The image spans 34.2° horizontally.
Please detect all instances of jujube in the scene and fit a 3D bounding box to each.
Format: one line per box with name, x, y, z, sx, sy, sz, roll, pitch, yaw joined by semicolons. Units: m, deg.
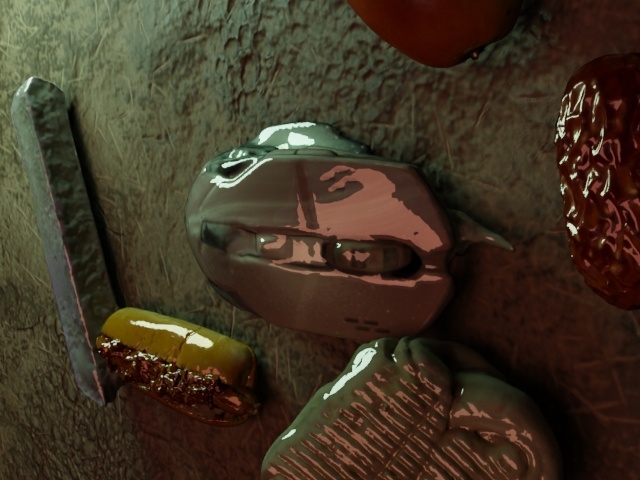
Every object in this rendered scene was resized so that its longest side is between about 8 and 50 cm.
jujube;0.220;-0.042;0.718;0.112;0.109;0.176;-12;79;13

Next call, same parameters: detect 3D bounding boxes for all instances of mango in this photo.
mango;0.056;-0.264;0.811;0.146;0.129;0.289;-52;55;40

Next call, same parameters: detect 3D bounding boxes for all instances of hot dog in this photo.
hot dog;-0.158;0.136;1.131;0.249;0.076;0.102;16;108;37

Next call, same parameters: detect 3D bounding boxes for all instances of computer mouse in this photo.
computer mouse;-0.006;0.001;0.937;0.389;0.115;0.199;10;109;43

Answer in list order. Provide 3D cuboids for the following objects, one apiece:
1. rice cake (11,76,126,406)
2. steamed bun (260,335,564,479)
rice cake;-0.298;0.001;1.252;0.070;0.064;0.399;-16;88;50
steamed bun;0.086;0.193;0.875;0.211;0.144;0.218;38;95;18
